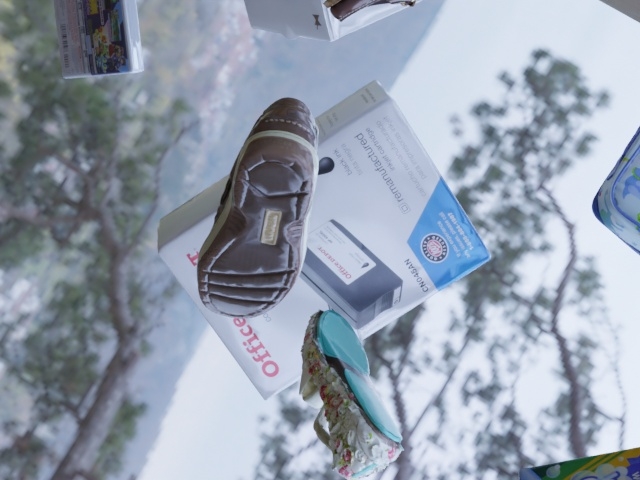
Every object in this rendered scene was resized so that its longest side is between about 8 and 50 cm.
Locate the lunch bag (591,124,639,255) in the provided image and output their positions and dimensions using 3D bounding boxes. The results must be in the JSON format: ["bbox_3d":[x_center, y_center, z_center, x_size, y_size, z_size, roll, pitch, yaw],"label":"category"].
[{"bbox_3d":[0.467,-0.077,1.696,0.219,0.176,0.090,-54,178,-17],"label":"lunch bag"}]

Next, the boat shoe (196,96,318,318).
[{"bbox_3d":[-0.050,-0.028,1.207,0.257,0.095,0.095,118,-15,-49],"label":"boat shoe"}]

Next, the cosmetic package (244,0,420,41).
[{"bbox_3d":[0.086,-0.389,1.672,0.365,0.155,0.197,-28,-152,-29],"label":"cosmetic package"}]

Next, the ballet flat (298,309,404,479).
[{"bbox_3d":[0.015,0.158,1.359,0.077,0.091,0.241,-48,-152,14],"label":"ballet flat"}]

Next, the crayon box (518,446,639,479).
[{"bbox_3d":[0.407,0.343,1.548,0.203,0.323,0.083,-89,161,-46],"label":"crayon box"}]

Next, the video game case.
[{"bbox_3d":[-0.302,-0.320,1.749,0.023,0.201,0.183,-12,-169,-39],"label":"video game case"}]

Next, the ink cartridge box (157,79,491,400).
[{"bbox_3d":[0.000,0.000,1.904,0.395,0.285,0.166,-33,-164,4],"label":"ink cartridge box"}]

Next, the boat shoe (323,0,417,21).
[{"bbox_3d":[0.100,-0.295,1.444,0.207,0.073,0.073,-31,-164,26],"label":"boat shoe"}]

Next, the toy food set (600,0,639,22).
[{"bbox_3d":[0.345,-0.306,1.200,0.092,0.306,0.220,-33,152,-58],"label":"toy food set"}]
